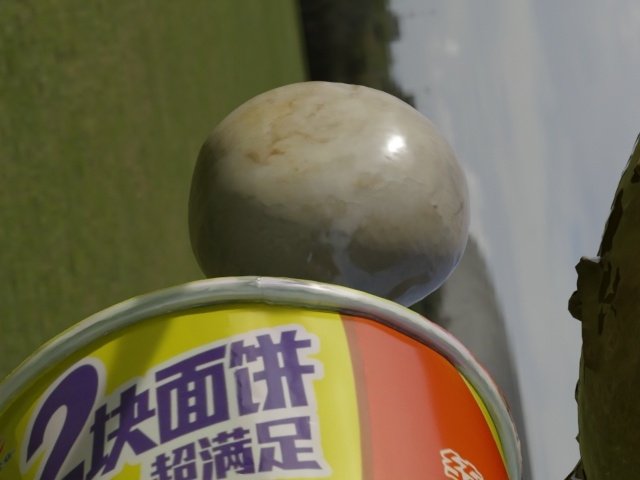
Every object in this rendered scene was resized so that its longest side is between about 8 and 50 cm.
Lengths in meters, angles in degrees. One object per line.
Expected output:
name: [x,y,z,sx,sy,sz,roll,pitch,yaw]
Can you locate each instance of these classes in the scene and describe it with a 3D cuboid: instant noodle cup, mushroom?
instant noodle cup: [-0.014,0.144,0.541,0.174,0.213,0.213,-110,-172,-55]
mushroom: [0.009,-0.004,1.229,0.206,0.206,0.209,-90,169,-73]

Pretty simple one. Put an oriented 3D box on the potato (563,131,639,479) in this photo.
potato: [0.314,0.058,0.876,0.385,0.442,0.319,60,-26,21]
